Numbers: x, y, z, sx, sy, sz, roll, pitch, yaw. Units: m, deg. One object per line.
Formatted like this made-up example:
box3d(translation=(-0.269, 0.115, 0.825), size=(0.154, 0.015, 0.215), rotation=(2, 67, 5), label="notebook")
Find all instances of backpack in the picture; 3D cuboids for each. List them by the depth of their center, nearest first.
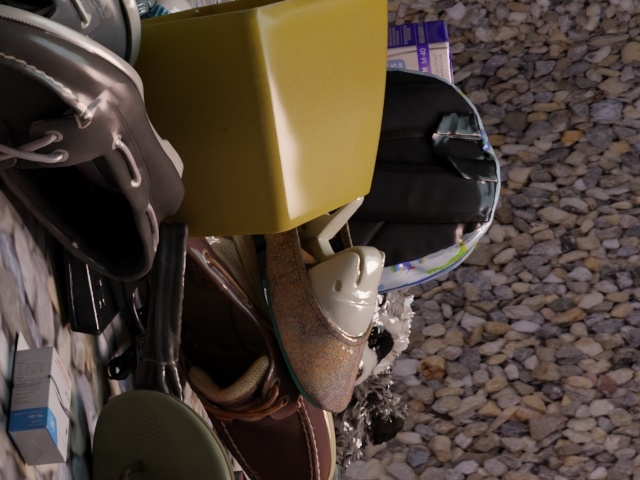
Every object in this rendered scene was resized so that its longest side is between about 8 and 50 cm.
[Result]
box3d(translation=(0.012, -0.056, 1.591), size=(0.273, 0.356, 0.290), rotation=(67, 9, -70), label="backpack")

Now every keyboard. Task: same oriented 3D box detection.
box3d(translation=(-0.179, 0.024, 1.312), size=(0.317, 0.033, 0.201), rotation=(-71, 152, -78), label="keyboard")

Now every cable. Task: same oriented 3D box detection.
box3d(translation=(-0.122, 0.126, 1.277), size=(0.139, 0.072, 0.287), rotation=(-68, 168, -85), label="cable")

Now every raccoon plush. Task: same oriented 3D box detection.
box3d(translation=(-0.033, 0.073, 1.882), size=(0.446, 0.216, 0.299), rotation=(46, -45, 49), label="raccoon plush")

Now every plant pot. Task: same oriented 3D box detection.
box3d(translation=(-0.067, -0.109, 1.282), size=(0.212, 0.212, 0.187), rotation=(-26, 109, -53), label="plant pot")

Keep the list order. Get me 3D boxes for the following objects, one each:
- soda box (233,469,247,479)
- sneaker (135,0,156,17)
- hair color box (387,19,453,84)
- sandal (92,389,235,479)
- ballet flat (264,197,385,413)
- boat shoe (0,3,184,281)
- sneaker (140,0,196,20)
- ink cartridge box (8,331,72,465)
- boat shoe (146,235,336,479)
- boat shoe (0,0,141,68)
box3d(translation=(-0.097, 0.323, 1.539), size=(0.263, 0.083, 0.092), rotation=(76, 9, -61), label="soda box")
box3d(translation=(-0.183, -0.293, 1.420), size=(0.208, 0.081, 0.094), rotation=(-90, 169, -54), label="sneaker")
box3d(translation=(0.000, -0.157, 1.861), size=(0.110, 0.339, 0.185), rotation=(-83, 165, -65), label="hair color box")
box3d(translation=(-0.129, 0.249, 1.117), size=(0.086, 0.120, 0.302), rotation=(50, 31, -56), label="sandal")
box3d(translation=(0.000, 0.000, 1.395), size=(0.107, 0.106, 0.316), rotation=(5, 66, -54), label="ballet flat")
box3d(translation=(-0.169, -0.056, 1.016), size=(0.335, 0.112, 0.095), rotation=(54, 41, -69), label="boat shoe")
box3d(translation=(-0.173, -0.247, 1.528), size=(0.228, 0.087, 0.092), rotation=(-109, -176, -77), label="sneaker")
box3d(translation=(-0.192, 0.107, 1.027), size=(0.048, 0.028, 0.083), rotation=(78, 7, -51), label="ink cartridge box")
box3d(translation=(-0.082, 0.121, 1.401), size=(0.123, 0.123, 0.342), rotation=(-66, 141, -64), label="boat shoe")
box3d(translation=(-0.209, -0.197, 1.069), size=(0.099, 0.116, 0.319), rotation=(-47, 161, -21), label="boat shoe")
